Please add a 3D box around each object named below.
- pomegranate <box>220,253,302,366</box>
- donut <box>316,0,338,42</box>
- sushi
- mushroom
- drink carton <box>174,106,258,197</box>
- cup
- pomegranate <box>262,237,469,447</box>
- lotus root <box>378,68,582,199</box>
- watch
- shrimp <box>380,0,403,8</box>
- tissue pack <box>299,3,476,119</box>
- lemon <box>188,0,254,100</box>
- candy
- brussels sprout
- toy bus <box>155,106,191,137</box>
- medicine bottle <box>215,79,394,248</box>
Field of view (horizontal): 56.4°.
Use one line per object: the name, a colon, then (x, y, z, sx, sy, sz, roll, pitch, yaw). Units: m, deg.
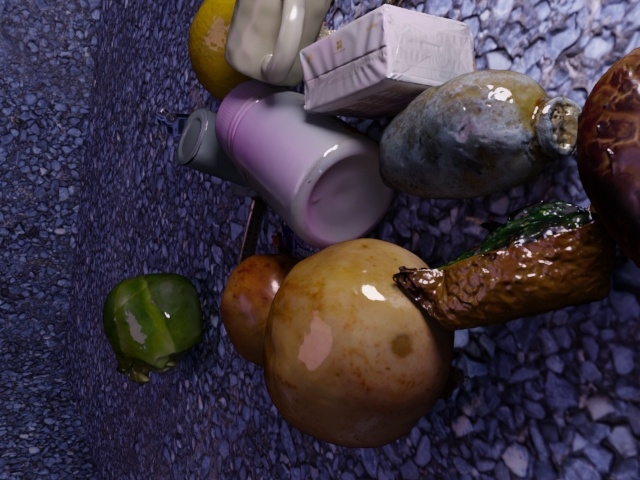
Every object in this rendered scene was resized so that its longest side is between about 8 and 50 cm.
pomegranate: (-0.093, 0.146, 1.227, 0.248, 0.248, 0.248, 1, 91, 55)
donut: (-0.008, -0.463, 1.234, 0.117, 0.065, 0.166, 21, 106, 52)
sushi: (0.252, 0.033, 0.782, 0.287, 0.149, 0.140, -19, 81, 27)
mushroom: (0.385, -0.072, 0.586, 0.278, 0.163, 0.297, -57, 48, 38)
drink carton: (-0.222, -0.222, 1.417, 0.191, 0.189, 0.186, 13, 82, 55)
cup: (-0.091, -0.403, 1.100, 0.255, 0.173, 0.202, -61, -7, -62)
pomegranate: (0.075, 0.168, 0.931, 0.338, 0.338, 0.338, 1, 91, 55)
lotus root: (0.191, -0.142, 0.863, 0.349, 0.175, 0.175, -10, 82, 55)
watch: (-0.127, 0.030, 1.407, 0.164, 0.102, 0.269, 6, 86, 48)
shrimp: (0.143, -0.496, 1.036, 0.217, 0.051, 0.150, -61, 41, 25)
tissue pack: (0.104, -0.278, 0.969, 0.225, 0.185, 0.124, -4, 90, 56)
lemon: (-0.180, -0.440, 1.343, 0.263, 0.236, 0.236, -56, 45, 17)
candy: (0.000, 0.000, 1.227, 0.275, 0.070, 0.145, 36, 126, 44)
brussels sprout: (-0.490, 0.251, 1.778, 0.315, 0.275, 0.371, 61, 145, 16)
toy bus: (-0.378, -0.327, 1.684, 0.073, 0.167, 0.076, 34, 121, 51)
medicine bottle: (-0.047, -0.163, 1.158, 0.388, 0.219, 0.219, 43, 125, 46)
